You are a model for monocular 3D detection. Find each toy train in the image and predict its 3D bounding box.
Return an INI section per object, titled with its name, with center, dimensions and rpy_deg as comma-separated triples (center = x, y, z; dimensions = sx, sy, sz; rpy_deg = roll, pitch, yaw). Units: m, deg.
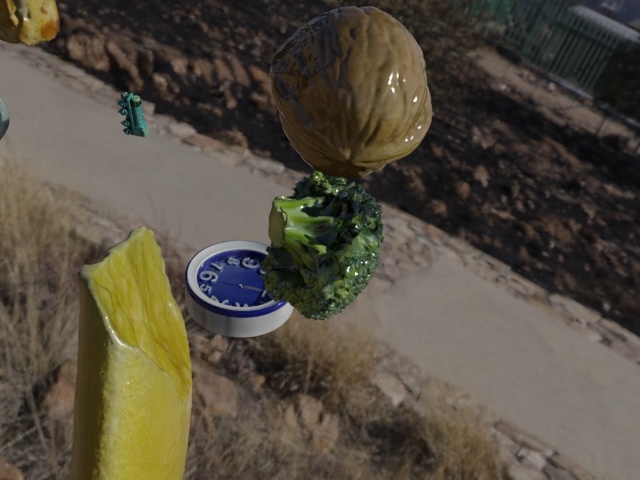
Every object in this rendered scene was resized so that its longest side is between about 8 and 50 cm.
[toy train]
center = -0.331, -0.221, 1.514
dimensions = 0.045, 0.092, 0.029
rpy_deg = 11, 48, 8

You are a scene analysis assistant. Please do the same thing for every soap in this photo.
[soap]
center = -0.209, 0.212, 0.972
dimensions = 0.115, 0.427, 0.306
rpy_deg = 5, 18, -4

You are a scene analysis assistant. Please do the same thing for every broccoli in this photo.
[broccoli]
center = 0.002, 0.000, 1.255
dimensions = 0.176, 0.198, 0.226
rpy_deg = -8, 85, -50

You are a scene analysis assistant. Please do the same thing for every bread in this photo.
[bread]
center = -0.435, -0.371, 1.082
dimensions = 0.099, 0.210, 0.235
rpy_deg = -33, 56, -30

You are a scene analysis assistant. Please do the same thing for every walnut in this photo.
[walnut]
center = 0.040, -0.191, 1.128
dimensions = 0.228, 0.228, 0.228
rpy_deg = 19, 27, -10

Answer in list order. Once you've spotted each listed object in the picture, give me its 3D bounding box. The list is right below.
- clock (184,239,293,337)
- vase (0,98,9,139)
[clock]
center = -0.165, 0.098, 1.765
dimensions = 0.230, 0.083, 0.230
rpy_deg = 6, 36, -4
[vase]
center = -0.569, -0.275, 1.321
dimensions = 0.143, 0.143, 0.299
rpy_deg = 6, 42, -32
